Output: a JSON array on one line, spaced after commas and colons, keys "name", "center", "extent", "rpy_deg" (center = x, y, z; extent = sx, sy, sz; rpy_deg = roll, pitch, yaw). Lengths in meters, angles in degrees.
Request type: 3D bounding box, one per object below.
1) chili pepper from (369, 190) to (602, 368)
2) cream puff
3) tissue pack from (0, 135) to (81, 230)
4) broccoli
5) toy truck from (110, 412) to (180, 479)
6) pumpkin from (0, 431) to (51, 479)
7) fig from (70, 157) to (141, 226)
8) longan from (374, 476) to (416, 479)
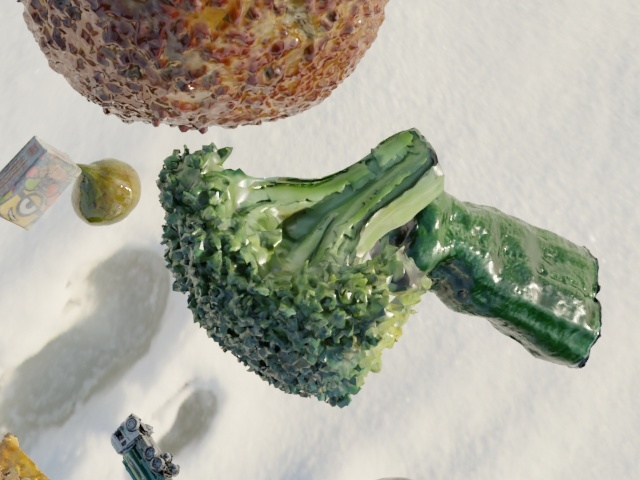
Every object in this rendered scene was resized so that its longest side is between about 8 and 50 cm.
[{"name": "chili pepper", "center": [0.154, 0.023, 1.240], "extent": [0.271, 0.099, 0.136], "rpy_deg": [21, 75, -19]}, {"name": "cream puff", "center": [-0.092, -0.226, 0.994], "extent": [0.351, 0.228, 0.350], "rpy_deg": [-1, 126, -1]}, {"name": "tissue pack", "center": [-0.282, -0.055, 1.217], "extent": [0.083, 0.063, 0.035], "rpy_deg": [-46, 59, 6]}, {"name": "broccoli", "center": [0.000, 0.000, 0.800], "extent": [0.194, 0.220, 0.194], "rpy_deg": [-10, 115, -21]}, {"name": "toy truck", "center": [-0.177, 0.217, 1.250], "extent": [0.044, 0.039, 0.083], "rpy_deg": [-41, 61, 2]}, {"name": "pumpkin", "center": [-0.444, 0.395, 1.604], "extent": [0.225, 0.303, 0.256], "rpy_deg": [32, 101, 30]}, {"name": "fig", "center": [-0.257, -0.064, 1.479], "extent": [0.084, 0.082, 0.098], "rpy_deg": [0, 153, 15]}, {"name": "longan", "center": [0.081, 0.358, 1.384], "extent": [0.189, 0.189, 0.189], "rpy_deg": [0, 108, -1]}]
